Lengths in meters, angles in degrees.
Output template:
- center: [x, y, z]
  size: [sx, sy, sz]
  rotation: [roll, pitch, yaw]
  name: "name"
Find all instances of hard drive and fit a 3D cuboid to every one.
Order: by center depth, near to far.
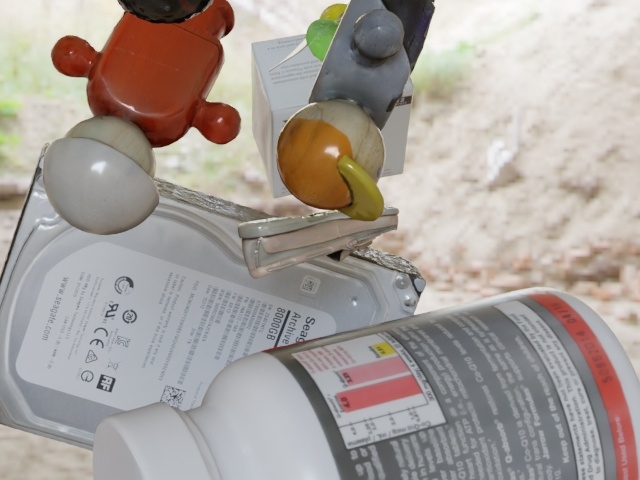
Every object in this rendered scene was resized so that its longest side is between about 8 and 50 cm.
- center: [-0.108, 0.081, 1.257]
  size: [0.339, 0.237, 0.064]
  rotation: [19, 13, -13]
  name: "hard drive"

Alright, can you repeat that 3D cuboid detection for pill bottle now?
- center: [0.037, 0.167, 1.066]
  size: [0.363, 0.210, 0.210]
  rotation: [-11, 10, -23]
  name: "pill bottle"

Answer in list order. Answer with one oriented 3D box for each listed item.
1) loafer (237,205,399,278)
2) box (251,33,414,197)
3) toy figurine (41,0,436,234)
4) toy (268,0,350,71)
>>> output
- center: [0.000, 0.000, 1.034]
  size: [0.125, 0.039, 0.045]
  rotation: [-8, 4, -30]
  name: "loafer"
- center: [0.011, -0.164, 1.874]
  size: [0.181, 0.119, 0.182]
  rotation: [-11, -34, -10]
  name: "box"
- center: [-0.070, -0.102, 0.659]
  size: [0.209, 0.148, 0.213]
  rotation: [3, -34, 34]
  name: "toy figurine"
- center: [0.063, -0.215, 1.297]
  size: [0.137, 0.056, 0.237]
  rotation: [-31, 11, 42]
  name: "toy"
